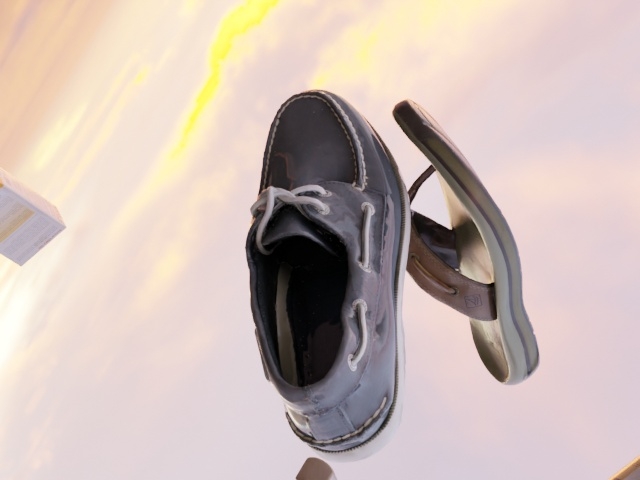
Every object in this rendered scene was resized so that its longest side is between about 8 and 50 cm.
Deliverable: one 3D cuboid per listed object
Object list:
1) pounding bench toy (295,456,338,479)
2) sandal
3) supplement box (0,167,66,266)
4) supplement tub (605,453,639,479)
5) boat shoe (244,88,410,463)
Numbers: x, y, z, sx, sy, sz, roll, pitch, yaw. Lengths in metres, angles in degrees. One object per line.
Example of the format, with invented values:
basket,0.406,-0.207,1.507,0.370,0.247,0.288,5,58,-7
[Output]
pounding bench toy,-0.005,0.126,0.432,0.065,0.083,0.052,-32,147,-7
sandal,0.113,0.020,1.029,0.086,0.303,0.120,-23,-145,-3
supplement box,-0.298,-0.024,1.161,0.062,0.098,0.036,-39,-129,6
supplement tub,0.397,0.264,1.270,0.200,0.144,0.144,-34,-170,-10
boat shoe,0.000,0.000,0.905,0.116,0.099,0.319,-16,-125,18
